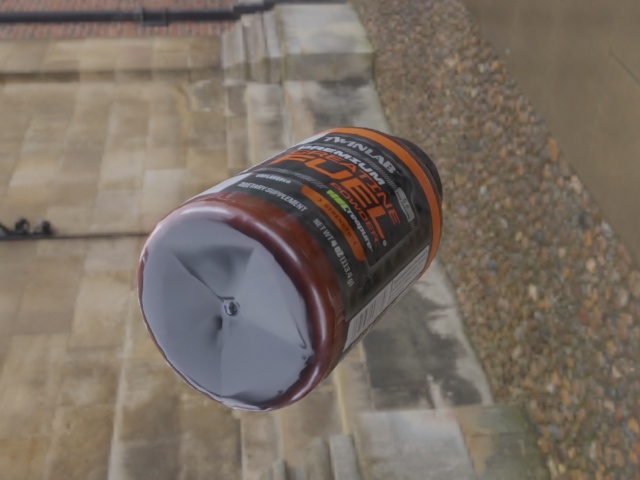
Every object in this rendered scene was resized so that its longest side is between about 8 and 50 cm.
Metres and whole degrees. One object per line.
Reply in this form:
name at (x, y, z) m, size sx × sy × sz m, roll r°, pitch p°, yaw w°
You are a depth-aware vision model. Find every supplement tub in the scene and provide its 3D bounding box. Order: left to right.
supplement tub at (0.000, 0.000, 0.464) m, size 0.198 × 0.106 × 0.106 m, roll -38°, pitch -47°, yaw -56°
